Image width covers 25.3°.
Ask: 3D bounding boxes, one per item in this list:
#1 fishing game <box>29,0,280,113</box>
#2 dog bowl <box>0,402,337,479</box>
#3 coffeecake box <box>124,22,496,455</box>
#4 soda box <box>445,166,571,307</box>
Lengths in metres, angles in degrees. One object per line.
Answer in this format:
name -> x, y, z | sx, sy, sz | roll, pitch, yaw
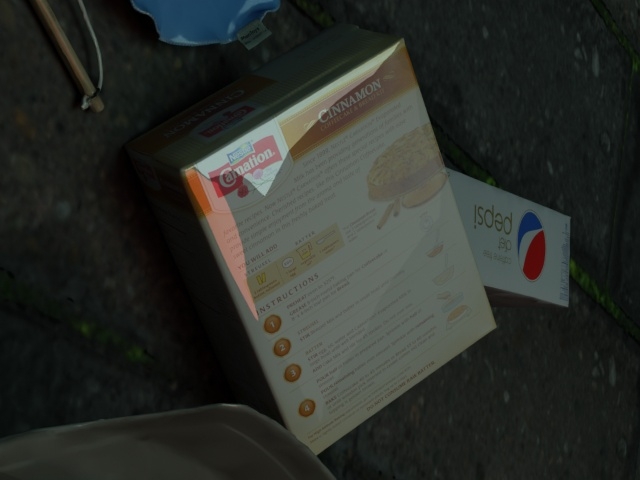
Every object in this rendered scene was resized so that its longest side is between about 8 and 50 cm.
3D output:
fishing game -> -0.057, -0.189, 0.729 | 0.264, 0.041, 0.189 | -48, 129, -34
dog bowl -> -0.083, 0.225, 0.467 | 0.349, 0.102, 0.349 | 13, 75, -59
coffeecake box -> 0.000, 0.000, 0.766 | 0.142, 0.068, 0.185 | -32, 120, -22
soda box -> 0.095, 0.002, 0.960 | 0.216, 0.074, 0.069 | 16, 75, -57
